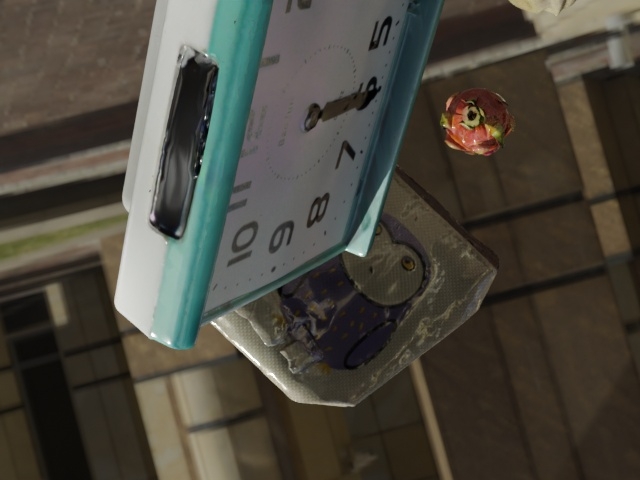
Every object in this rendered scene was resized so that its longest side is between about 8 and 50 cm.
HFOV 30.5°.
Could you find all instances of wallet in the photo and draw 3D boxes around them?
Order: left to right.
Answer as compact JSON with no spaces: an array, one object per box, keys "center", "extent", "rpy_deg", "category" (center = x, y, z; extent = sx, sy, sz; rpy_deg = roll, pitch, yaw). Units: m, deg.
[{"center":[0.000,-0.001,1.176],"extent":[0.275,0.335,0.068],"rpy_deg":[-47,-177,-12],"category":"wallet"}]

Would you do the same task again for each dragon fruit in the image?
[{"center":[0.185,-0.143,1.406],"extent":[0.086,0.081,0.116],"rpy_deg":[26,-174,25],"category":"dragon fruit"}]

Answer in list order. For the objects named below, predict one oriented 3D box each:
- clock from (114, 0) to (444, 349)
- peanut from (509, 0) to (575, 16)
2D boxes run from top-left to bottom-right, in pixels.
[{"center":[-0.033,-0.094,0.738],"extent":[0.116,0.262,0.231],"rpy_deg":[28,-149,25],"category":"clock"},{"center":[0.159,-0.284,0.934],"extent":[0.099,0.214,0.099],"rpy_deg":[-16,-163,5],"category":"peanut"}]
